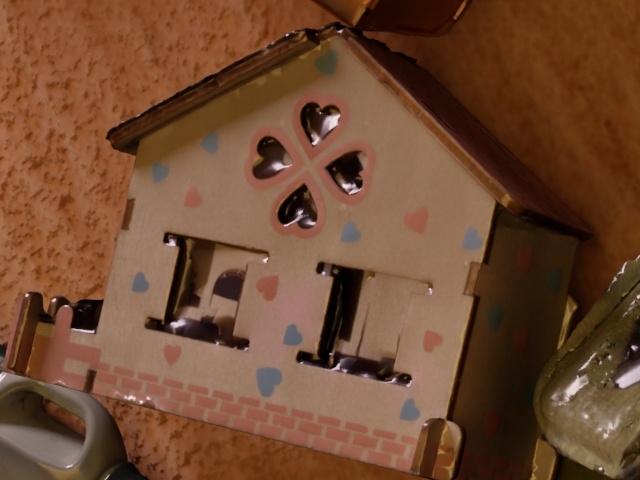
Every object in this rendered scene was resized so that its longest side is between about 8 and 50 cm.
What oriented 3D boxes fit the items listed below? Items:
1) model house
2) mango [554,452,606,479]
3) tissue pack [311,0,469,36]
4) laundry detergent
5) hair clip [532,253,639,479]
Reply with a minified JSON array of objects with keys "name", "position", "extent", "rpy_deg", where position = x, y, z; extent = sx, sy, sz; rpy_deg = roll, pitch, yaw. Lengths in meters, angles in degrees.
[{"name":"model house","position":[0.000,0.000,1.092],"extent":[0.326,0.169,0.244],"rpy_deg":[10,89,30]},{"name":"mango","position":[0.192,0.177,1.041],"extent":[0.122,0.085,0.191],"rpy_deg":[-19,83,21]},{"name":"tissue pack","position":[-0.007,-0.271,1.084],"extent":[0.274,0.145,0.194],"rpy_deg":[38,109,18]},{"name":"laundry detergent","position":[-0.196,0.131,1.229],"extent":[0.225,0.070,0.099],"rpy_deg":[26,97,22]},{"name":"hair clip","position":[0.241,-0.002,0.974],"extent":[0.321,0.091,0.138],"rpy_deg":[-54,28,-4]}]
